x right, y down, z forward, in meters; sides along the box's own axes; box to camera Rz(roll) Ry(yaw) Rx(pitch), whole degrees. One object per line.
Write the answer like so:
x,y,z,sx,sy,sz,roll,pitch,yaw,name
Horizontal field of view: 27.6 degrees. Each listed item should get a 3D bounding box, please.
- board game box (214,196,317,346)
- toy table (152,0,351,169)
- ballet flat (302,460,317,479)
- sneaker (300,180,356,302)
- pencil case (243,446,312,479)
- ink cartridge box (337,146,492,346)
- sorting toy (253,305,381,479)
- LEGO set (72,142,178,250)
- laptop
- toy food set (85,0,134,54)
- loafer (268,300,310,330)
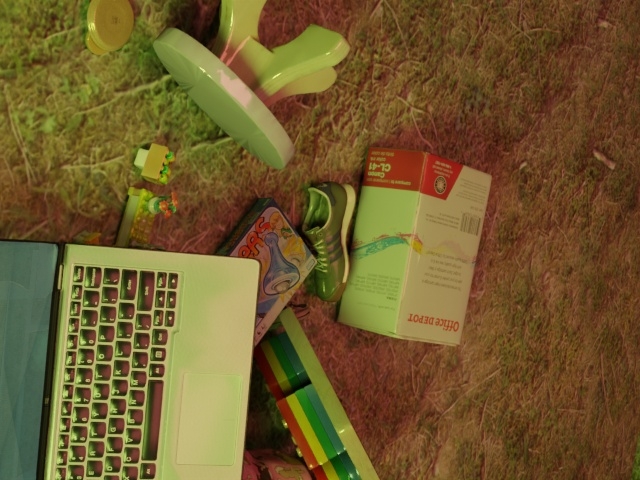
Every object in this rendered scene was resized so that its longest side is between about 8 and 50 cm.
-0.099,0.052,1.925,0.136,0.035,0.201,55,54,-28,board game box
-0.089,-0.239,1.756,0.161,0.252,0.274,-52,148,-9,toy table
0.017,0.438,2.170,0.250,0.058,0.084,61,15,-46,ballet flat
0.000,0.000,2.050,0.086,0.064,0.192,6,92,-46,sneaker
-0.166,0.344,1.811,0.386,0.167,0.160,27,83,-52,pencil case
0.161,0.012,2.202,0.226,0.131,0.306,15,87,-54,ink cartridge box
-0.002,0.275,1.950,0.089,0.255,0.257,-27,135,-3,sorting toy
-0.242,0.002,1.686,0.287,0.107,0.132,-50,133,-35,LEGO set
-0.239,0.199,1.490,0.407,0.236,0.382,5,90,-22,laptop
-0.269,-0.281,1.664,0.082,0.020,0.083,-26,117,-48,toy food set
-0.063,0.110,2.002,0.125,0.045,0.039,-17,102,-47,loafer
